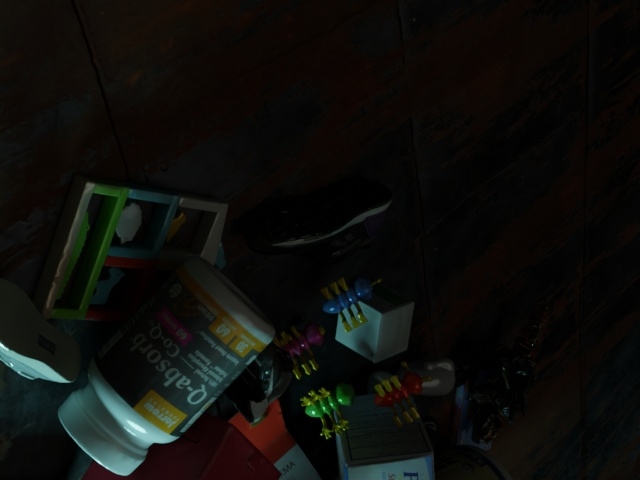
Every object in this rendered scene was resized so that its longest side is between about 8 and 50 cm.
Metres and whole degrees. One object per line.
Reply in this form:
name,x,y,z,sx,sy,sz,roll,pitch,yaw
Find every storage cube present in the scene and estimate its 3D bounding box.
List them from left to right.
storage cube,-0.204,0.357,1.494,0.193,0.184,0.215,-58,145,-22

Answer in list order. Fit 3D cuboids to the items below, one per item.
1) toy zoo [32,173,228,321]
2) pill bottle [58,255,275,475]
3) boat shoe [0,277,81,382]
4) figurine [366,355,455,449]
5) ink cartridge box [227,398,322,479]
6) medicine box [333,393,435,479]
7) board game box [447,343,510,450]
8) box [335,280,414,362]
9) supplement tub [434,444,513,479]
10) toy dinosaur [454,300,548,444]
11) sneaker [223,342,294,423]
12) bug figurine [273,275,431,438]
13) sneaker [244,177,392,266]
toy zoo,-0.236,0.021,1.398,0.293,0.030,0.192,9,107,-50
pill bottle,-0.207,0.168,1.376,0.278,0.162,0.162,-47,141,-1
boat shoe,-0.380,0.118,1.257,0.227,0.081,0.079,58,31,-54
figurine,0.148,0.326,1.983,0.210,0.092,0.214,-6,117,-42
ink cartridge box,-0.129,0.474,1.760,0.308,0.091,0.384,-38,138,-26
medicine box,0.112,0.437,1.780,0.149,0.289,0.263,-5,103,-1
board game box,0.344,0.372,2.271,0.145,0.027,0.281,-22,128,-40
box,0.093,0.139,1.783,0.087,0.101,0.101,-17,124,-41
supplement tub,0.236,0.577,2.119,0.316,0.228,0.228,-19,126,-41
toy dinosaur,0.385,0.278,2.158,0.218,0.164,0.321,4,92,-64
sneaker,-0.090,0.190,1.555,0.108,0.100,0.271,-39,168,-18
bug figurine,0.045,0.192,1.696,0.216,0.072,0.279,-26,106,6
sneaker,0.000,0.000,1.594,0.283,0.107,0.124,-18,132,-41
